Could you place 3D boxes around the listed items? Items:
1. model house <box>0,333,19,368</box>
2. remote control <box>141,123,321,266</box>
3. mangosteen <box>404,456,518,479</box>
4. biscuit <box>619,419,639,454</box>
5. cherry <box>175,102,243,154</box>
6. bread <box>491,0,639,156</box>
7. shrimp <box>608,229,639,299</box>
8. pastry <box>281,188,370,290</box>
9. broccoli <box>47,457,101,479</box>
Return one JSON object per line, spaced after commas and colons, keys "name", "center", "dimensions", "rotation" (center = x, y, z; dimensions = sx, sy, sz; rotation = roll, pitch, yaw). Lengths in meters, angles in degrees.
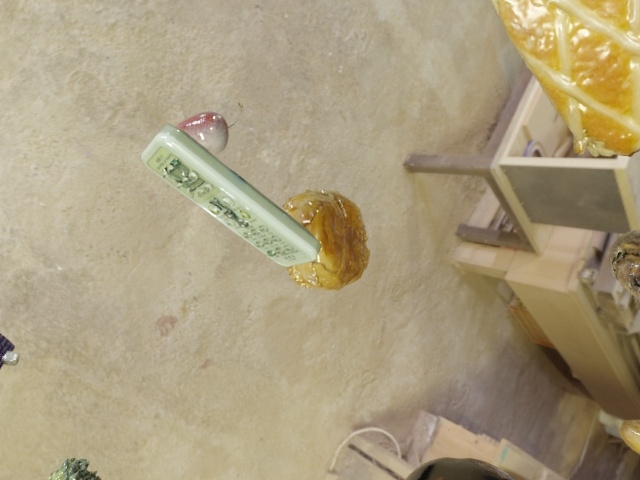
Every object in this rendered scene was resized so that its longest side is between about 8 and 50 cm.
{"name": "model house", "center": [-0.402, 0.152, 0.516], "dimensions": [0.100, 0.101, 0.088], "rotation": [20, 125, -15]}
{"name": "remote control", "center": [-0.146, -0.069, 0.809], "dimensions": [0.335, 0.128, 0.066], "rotation": [39, 63, -23]}
{"name": "mangosteen", "center": [0.192, 0.451, 0.654], "dimensions": [0.287, 0.287, 0.233], "rotation": [-23, 148, -36]}
{"name": "biscuit", "center": [0.741, 0.423, 0.861], "dimensions": [0.236, 0.290, 0.062], "rotation": [7, 105, -41]}
{"name": "cherry", "center": [-0.301, -0.297, 1.213], "dimensions": [0.148, 0.188, 0.115], "rotation": [21, 70, -12]}
{"name": "bread", "center": [0.506, -0.383, 0.720], "dimensions": [0.390, 0.371, 0.279], "rotation": [45, 43, -19]}
{"name": "shrimp", "center": [0.717, 0.087, 0.924], "dimensions": [0.116, 0.343, 0.145], "rotation": [23, 113, -22]}
{"name": "pastry", "center": [0.000, 0.000, 1.135], "dimensions": [0.311, 0.161, 0.255], "rotation": [-3, 81, -61]}
{"name": "broccoli", "center": [-0.586, 0.582, 0.922], "dimensions": [0.304, 0.145, 0.165], "rotation": [-30, 92, -26]}
